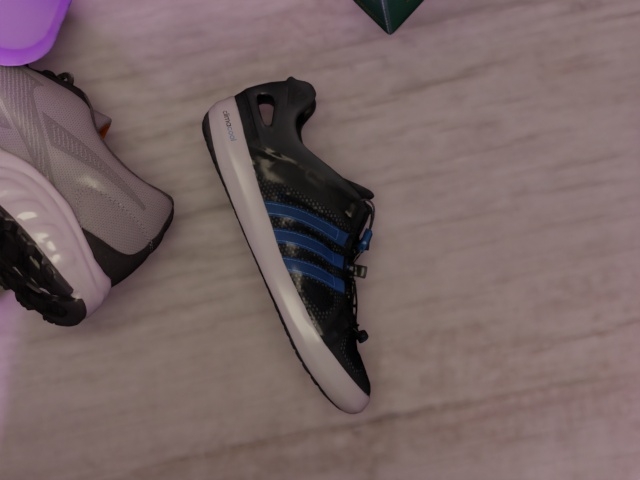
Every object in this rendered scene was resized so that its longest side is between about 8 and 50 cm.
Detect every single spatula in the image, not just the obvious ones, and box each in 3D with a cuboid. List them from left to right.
[{"bbox_3d":[-0.152,-0.238,1.005,0.084,0.030,0.296,23,77,-9],"label":"spatula"}]

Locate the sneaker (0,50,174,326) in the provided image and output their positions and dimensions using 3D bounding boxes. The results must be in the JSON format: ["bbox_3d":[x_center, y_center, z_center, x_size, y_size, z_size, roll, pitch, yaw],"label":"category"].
[{"bbox_3d":[-0.198,-0.074,1.000,0.108,0.100,0.271,-38,80,-27],"label":"sneaker"}]

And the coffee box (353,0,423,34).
[{"bbox_3d":[0.058,-0.184,0.939,0.040,0.184,0.113,42,91,7],"label":"coffee box"}]

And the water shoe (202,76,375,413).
[{"bbox_3d":[0.000,0.000,0.986,0.080,0.073,0.203,-24,86,-1],"label":"water shoe"}]
